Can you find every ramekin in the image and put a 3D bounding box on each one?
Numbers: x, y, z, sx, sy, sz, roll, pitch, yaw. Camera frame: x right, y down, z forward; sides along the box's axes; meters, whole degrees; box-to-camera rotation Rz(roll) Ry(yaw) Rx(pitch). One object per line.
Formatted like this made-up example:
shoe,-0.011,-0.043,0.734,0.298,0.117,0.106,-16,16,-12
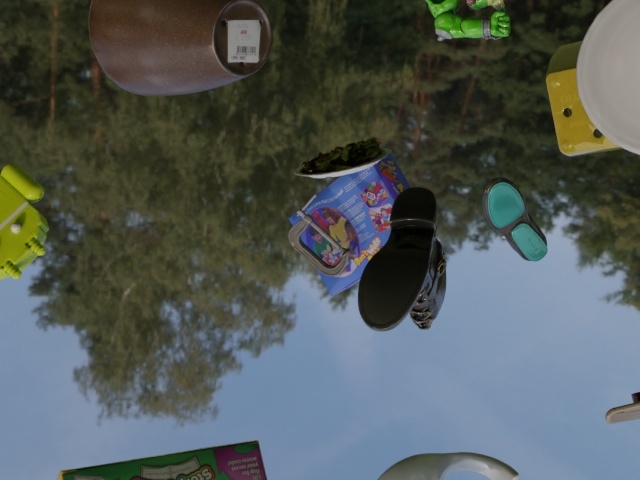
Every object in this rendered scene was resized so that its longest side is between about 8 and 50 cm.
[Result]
ramekin,0.533,-0.248,1.240,0.273,0.273,0.127,26,-169,32

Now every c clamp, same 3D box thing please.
c clamp,0.000,0.000,1.706,0.160,0.137,0.022,46,-141,-6

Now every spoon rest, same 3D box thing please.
spoon rest,0.200,0.411,1.412,0.276,0.137,0.084,1,-152,-26

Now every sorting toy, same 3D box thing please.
sorting toy,0.694,0.280,1.553,0.307,0.229,0.041,6,-119,-44

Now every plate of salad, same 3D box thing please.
plate of salad,0.042,-0.166,1.658,0.200,0.048,0.200,-11,-164,3

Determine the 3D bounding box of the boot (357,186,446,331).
boot,0.146,0.071,1.274,0.091,0.229,0.263,10,-123,23

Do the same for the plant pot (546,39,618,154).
plant pot,0.508,-0.249,1.470,0.212,0.212,0.187,-6,-165,37

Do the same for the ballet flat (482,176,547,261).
ballet flat,0.318,-0.042,1.404,0.074,0.203,0.074,-26,-142,22

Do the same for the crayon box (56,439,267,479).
crayon box,-0.320,0.496,1.572,0.363,0.313,0.106,-3,-121,-27

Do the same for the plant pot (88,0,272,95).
plant pot,-0.183,-0.305,1.216,0.215,0.215,0.230,-16,-154,-42

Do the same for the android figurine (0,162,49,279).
android figurine,-0.647,-0.033,1.617,0.273,0.056,0.248,40,-104,18

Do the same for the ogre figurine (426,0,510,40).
ogre figurine,0.227,-0.408,1.350,0.118,0.197,0.097,-17,-175,14

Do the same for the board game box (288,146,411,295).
board game box,0.092,-0.039,2.028,0.078,0.347,0.233,-22,-99,-43
